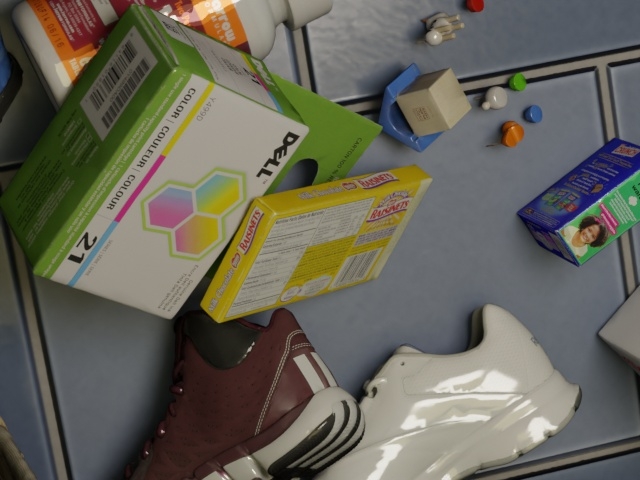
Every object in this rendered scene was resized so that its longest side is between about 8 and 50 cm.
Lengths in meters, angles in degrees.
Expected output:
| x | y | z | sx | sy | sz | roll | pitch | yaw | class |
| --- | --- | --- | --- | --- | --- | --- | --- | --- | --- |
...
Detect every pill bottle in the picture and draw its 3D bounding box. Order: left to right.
| x | y | z | sx | sy | sz | roll | pitch | yaw | class |
| --- | --- | --- | --- | --- | --- | --- | --- | --- | --- |
| -0.110 | -0.169 | 1.459 | 0.221 | 0.121 | 0.121 | -27 | 104 | -7 | pill bottle |

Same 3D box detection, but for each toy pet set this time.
| x | y | z | sx | sy | sz | roll | pitch | yaw | class |
| --- | --- | --- | --- | --- | --- | --- | --- | --- | --- |
| 0.104 | -0.118 | 1.563 | 0.114 | 0.065 | 0.122 | -44 | 113 | -40 | toy pet set |

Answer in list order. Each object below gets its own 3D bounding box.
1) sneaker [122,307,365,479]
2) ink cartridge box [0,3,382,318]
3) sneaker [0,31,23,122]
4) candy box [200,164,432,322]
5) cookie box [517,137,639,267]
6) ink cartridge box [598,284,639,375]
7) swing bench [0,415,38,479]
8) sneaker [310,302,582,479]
| x | y | z | sx | sy | sz | roll | pitch | yaw | class |
| --- | --- | --- | --- | --- | --- | --- | --- | --- | --- |
| -0.106 | 0.151 | 1.536 | 0.281 | 0.106 | 0.162 | -34 | 67 | 17 | sneaker |
| -0.076 | -0.037 | 1.432 | 0.255 | 0.097 | 0.189 | 22 | 112 | -39 | ink cartridge box |
| -0.262 | -0.155 | 1.465 | 0.058 | 0.084 | 0.152 | -8 | 67 | 12 | sneaker |
| 0.000 | 0.000 | 1.479 | 0.206 | 0.027 | 0.105 | -13 | 136 | -52 | candy box |
| 0.227 | -0.032 | 1.577 | 0.107 | 0.092 | 0.040 | -37 | 108 | -5 | cookie box |
| 0.362 | 0.133 | 1.593 | 0.237 | 0.172 | 0.100 | 44 | 87 | -16 | ink cartridge box |
| -0.284 | 0.199 | 1.384 | 0.255 | 0.253 | 0.165 | 39 | 89 | -30 | swing bench |
| 0.063 | 0.163 | 1.578 | 0.297 | 0.111 | 0.129 | -32 | 89 | -11 | sneaker |
